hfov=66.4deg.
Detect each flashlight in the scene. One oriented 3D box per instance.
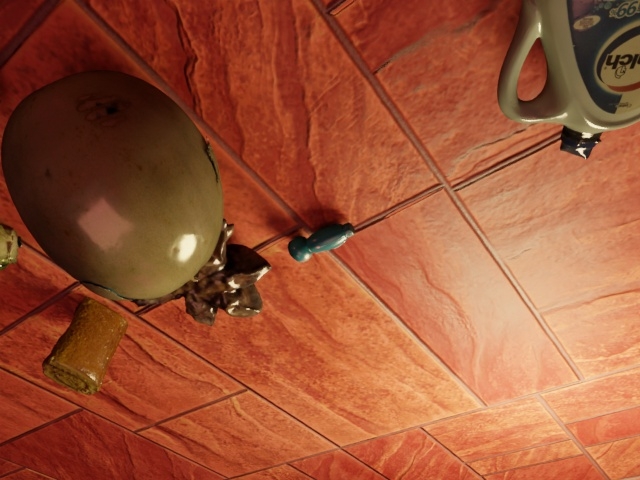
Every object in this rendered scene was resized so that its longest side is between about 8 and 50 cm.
[{"bbox_3d":[0.000,0.000,0.895,0.129,0.051,0.051,-24,128,19],"label":"flashlight"}]

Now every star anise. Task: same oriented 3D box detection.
[{"bbox_3d":[-0.249,0.066,0.931,0.315,0.108,0.315,-3,131,-4],"label":"star anise"}]

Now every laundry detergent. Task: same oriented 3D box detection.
[{"bbox_3d":[0.340,-0.227,0.621,0.214,0.105,0.281,0,135,3],"label":"laundry detergent"}]

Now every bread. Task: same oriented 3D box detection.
[{"bbox_3d":[-0.503,0.226,1.052,0.103,0.172,0.132,-28,124,27],"label":"bread"}]

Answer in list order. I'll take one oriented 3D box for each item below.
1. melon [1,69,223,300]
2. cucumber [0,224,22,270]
[{"bbox_3d":[-0.271,-0.068,0.693,0.268,0.268,0.330,-18,111,19],"label":"melon"},{"bbox_3d":[-0.746,0.037,0.930,0.325,0.105,0.145,-15,147,21],"label":"cucumber"}]
